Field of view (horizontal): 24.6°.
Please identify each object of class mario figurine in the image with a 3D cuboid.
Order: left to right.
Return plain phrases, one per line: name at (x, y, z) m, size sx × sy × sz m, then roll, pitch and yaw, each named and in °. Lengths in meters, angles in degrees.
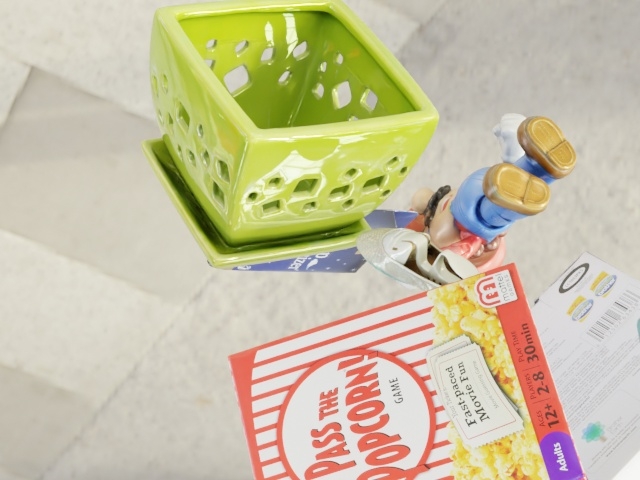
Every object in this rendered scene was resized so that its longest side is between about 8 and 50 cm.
mario figurine at (0.180, -0.051, 1.852) m, size 0.198 × 0.170 × 0.320 m, roll -13°, pitch 164°, yaw -24°

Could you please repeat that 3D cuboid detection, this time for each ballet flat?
ballet flat at (0.104, 0.021, 1.365) m, size 0.168 × 0.057 × 0.052 m, roll 32°, pitch 139°, yaw 29°

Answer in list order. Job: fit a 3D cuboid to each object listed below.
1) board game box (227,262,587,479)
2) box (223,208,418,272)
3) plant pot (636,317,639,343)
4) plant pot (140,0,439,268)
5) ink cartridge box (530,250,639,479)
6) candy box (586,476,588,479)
board game box at (0.052, 0.114, 0.905) m, size 0.193 × 0.147 × 0.045 m, roll -19°, pitch 152°, yaw 7°
box at (0.000, 0.000, 1.836) m, size 0.225 × 0.036 × 0.136 m, roll 0°, pitch 156°, yaw -22°
plant pot at (0.385, 0.125, 1.288) m, size 0.165 × 0.165 × 0.234 m, roll -24°, pitch 150°, yaw 35°
plant pot at (-0.049, -0.103, 1.510) m, size 0.228 × 0.227 × 0.207 m, roll -9°, pitch 136°, yaw -32°
ink cartridge box at (0.371, 0.187, 1.941) m, size 0.151 × 0.270 × 0.395 m, roll 51°, pitch 171°, yaw -34°
candy box at (0.161, 0.353, 1.368) m, size 0.268 × 0.317 × 0.122 m, roll -38°, pitch 153°, yaw 33°
